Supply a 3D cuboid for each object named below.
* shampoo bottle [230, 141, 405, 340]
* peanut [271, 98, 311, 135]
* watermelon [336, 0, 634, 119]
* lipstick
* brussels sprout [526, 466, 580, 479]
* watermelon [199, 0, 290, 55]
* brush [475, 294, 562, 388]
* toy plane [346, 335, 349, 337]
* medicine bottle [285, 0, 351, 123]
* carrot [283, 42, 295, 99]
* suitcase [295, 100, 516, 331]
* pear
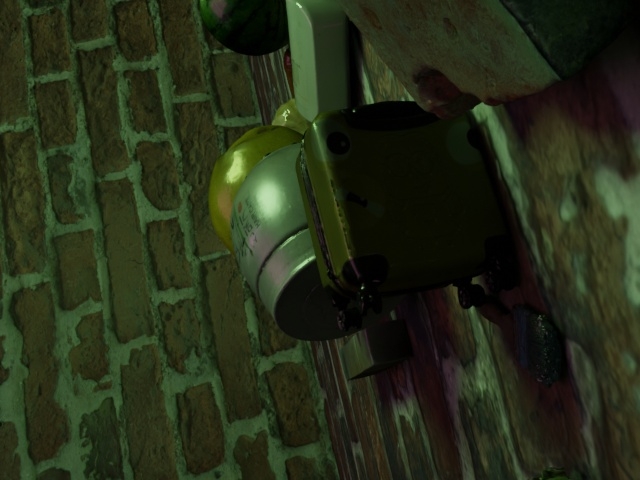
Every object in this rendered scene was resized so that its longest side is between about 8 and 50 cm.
[{"bbox_3d":[0.000,0.000,1.053,0.272,0.273,0.266,88,164,-48],"label":"shampoo bottle"},{"bbox_3d":[-0.029,-0.176,1.505,0.153,0.140,0.324,42,147,49],"label":"peanut"},{"bbox_3d":[0.133,-0.193,0.535,0.318,0.148,0.226,48,168,49],"label":"watermelon"},{"bbox_3d":[0.103,0.229,1.330,0.371,0.080,0.076,110,149,-73],"label":"lipstick"},{"bbox_3d":[0.219,0.246,0.602,0.085,0.085,0.058,-116,24,-61],"label":"brussels sprout"},{"bbox_3d":[-0.147,-0.532,1.459,0.242,0.243,0.242,169,90,-82],"label":"watermelon"},{"bbox_3d":[0.198,0.088,0.694,0.196,0.021,0.070,-130,32,-74],"label":"brush"},{"bbox_3d":[0.082,0.112,1.303,0.234,0.083,0.159,-92,6,-54],"label":"toy plane"},{"bbox_3d":[-0.003,-0.369,1.168,0.161,0.111,0.296,-112,12,-49],"label":"medicine bottle"},{"bbox_3d":[-0.044,-0.367,1.651,0.335,0.069,0.069,79,175,-51],"label":"carrot"},{"bbox_3d":[0.081,-0.032,0.720,0.143,0.194,0.234,124,135,-65],"label":"suitcase"},{"bbox_3d":[-0.071,-0.062,1.315,0.336,0.285,0.285,47,162,14],"label":"pear"}]
